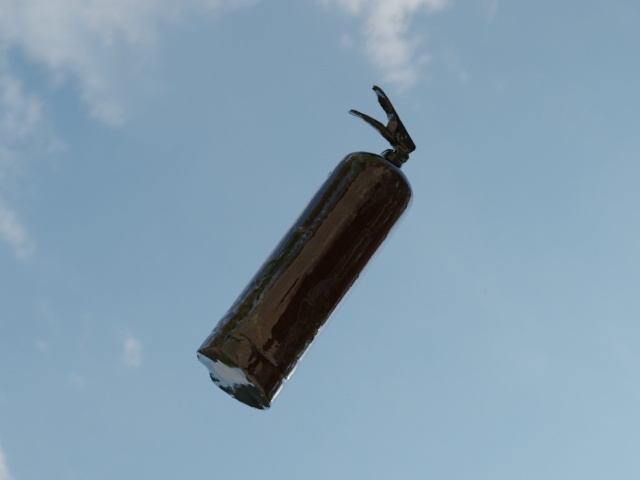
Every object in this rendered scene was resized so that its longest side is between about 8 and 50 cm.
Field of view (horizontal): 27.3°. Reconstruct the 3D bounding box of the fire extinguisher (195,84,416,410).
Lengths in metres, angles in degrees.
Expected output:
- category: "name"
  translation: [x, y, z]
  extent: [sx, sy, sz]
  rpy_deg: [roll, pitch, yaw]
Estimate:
- category: "fire extinguisher"
  translation: [0.000, 0.000, 1.022]
  extent: [0.089, 0.267, 0.072]
  rpy_deg: [41, -23, -12]
